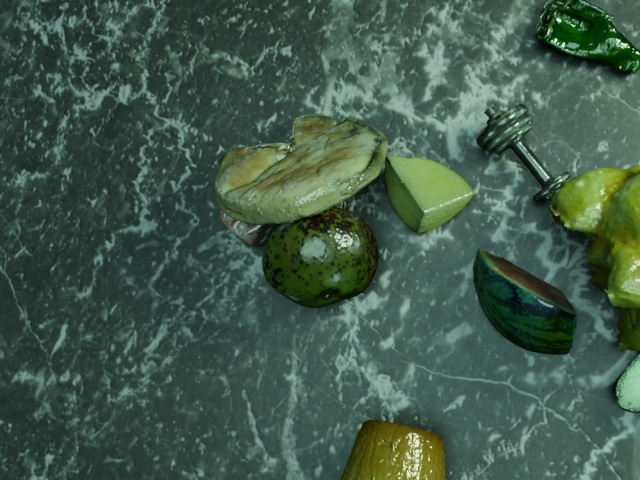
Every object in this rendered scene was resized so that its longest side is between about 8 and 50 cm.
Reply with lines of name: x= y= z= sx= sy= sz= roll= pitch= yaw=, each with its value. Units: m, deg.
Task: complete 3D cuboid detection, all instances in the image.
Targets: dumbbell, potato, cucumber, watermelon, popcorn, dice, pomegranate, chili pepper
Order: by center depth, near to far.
popcorn: x=0.558 y=0.013 z=1.283 sx=0.290 sy=0.325 sz=0.321 roll=-21 pitch=95 yaw=37
cucumber: x=0.612 y=0.211 z=1.370 sx=0.243 sy=0.063 sz=0.115 roll=-33 pitch=73 yaw=6
watermelon: x=0.353 y=0.114 z=1.394 sx=0.231 sy=0.146 sz=0.128 roll=30 pitch=90 yaw=11
dumbbell: x=0.386 y=-0.142 z=1.449 sx=0.110 sy=0.110 sz=0.255 roll=-39 pitch=83 yaw=5
pomegranate: x=0.000 y=0.000 z=1.470 sx=0.214 sy=0.214 sz=0.248 roll=-9 pitch=57 yaw=10
chili pepper: x=0.496 y=-0.373 z=1.474 sx=0.216 sy=0.062 sz=0.108 roll=36 pitch=97 yaw=13
potato: x=0.200 y=-0.097 z=1.506 sx=0.120 sy=0.081 sz=0.149 roll=-18 pitch=59 yaw=-21
dice: x=-0.134 y=-0.048 z=1.544 sx=0.094 sy=0.091 sz=0.093 roll=41 pitch=92 yaw=14

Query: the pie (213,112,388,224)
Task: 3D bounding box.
pie: x=-0.036 y=-0.131 z=1.453 sx=0.337 sy=0.075 sz=0.338 roll=-12 pitch=37 yaw=9

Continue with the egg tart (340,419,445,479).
egg tart: x=0.137 y=0.402 z=1.391 sx=0.202 sy=0.203 sz=0.147 roll=10 pitch=71 yaw=13
